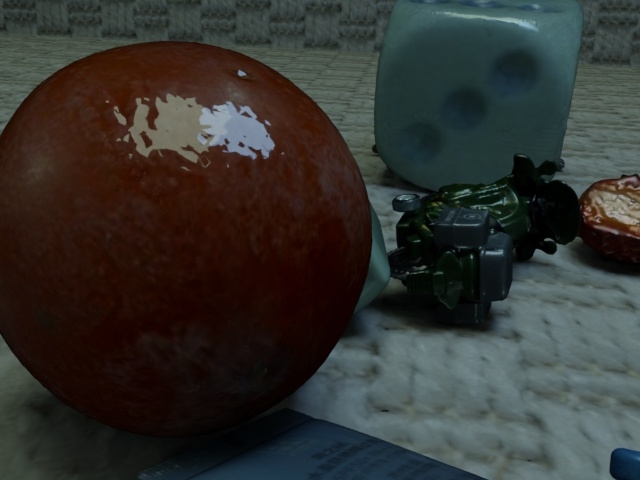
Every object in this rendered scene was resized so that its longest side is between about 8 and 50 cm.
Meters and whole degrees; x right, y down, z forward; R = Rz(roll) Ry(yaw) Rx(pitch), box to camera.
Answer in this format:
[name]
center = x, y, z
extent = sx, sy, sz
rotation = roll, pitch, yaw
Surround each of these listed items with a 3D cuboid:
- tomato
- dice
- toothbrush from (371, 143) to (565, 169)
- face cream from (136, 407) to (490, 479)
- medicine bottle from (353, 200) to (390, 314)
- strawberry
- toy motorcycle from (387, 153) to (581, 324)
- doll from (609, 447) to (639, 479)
[tomato]
center = -0.090, 0.003, 0.486
extent = 0.265, 0.264, 0.265
rotation = 2, 22, -1
[dice]
center = 0.236, -0.231, 1.070
extent = 0.268, 0.262, 0.264
rotation = 12, 31, 15
[toothbrush]
center = 0.246, -0.143, 1.206
extent = 0.321, 0.023, 0.031
rotation = 6, 19, 9
[face cream]
center = 0.087, 0.163, 0.349
extent = 0.385, 0.086, 0.136
rotation = 13, 14, 36
[medicine bottle]
center = 0.000, 0.000, 0.721
extent = 0.121, 0.083, 0.229
rotation = -26, 20, 10
[strawberry]
center = 0.377, -0.002, 0.811
extent = 0.188, 0.082, 0.121
rotation = 26, 51, 28
[toy motorcycle]
center = 0.170, -0.008, 0.743
extent = 0.187, 0.124, 0.274
rotation = 0, 22, 22
[doll]
center = 0.308, 0.153, 0.294
extent = 0.363, 0.145, 0.199
rotation = 13, -11, 32
